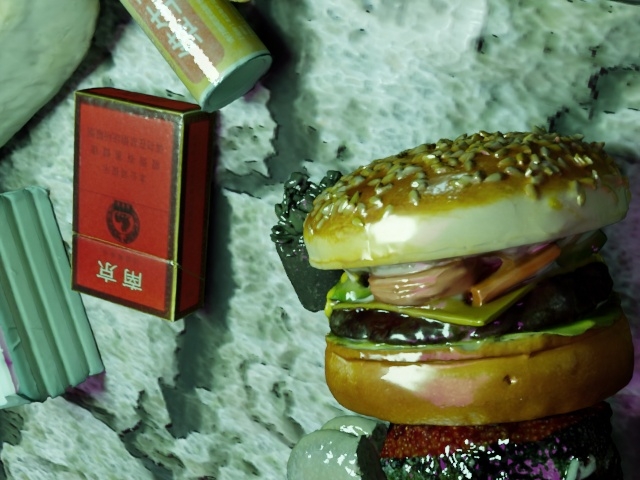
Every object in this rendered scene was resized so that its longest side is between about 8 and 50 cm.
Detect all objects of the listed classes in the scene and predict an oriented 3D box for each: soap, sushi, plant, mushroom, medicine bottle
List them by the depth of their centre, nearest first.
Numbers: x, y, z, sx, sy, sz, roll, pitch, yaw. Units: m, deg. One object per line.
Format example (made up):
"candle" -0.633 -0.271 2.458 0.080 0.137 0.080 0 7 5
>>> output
"sushi" 0.169 0.217 0.926 0.225 0.136 0.126 -9 90 36
"plant" 0.000 0.000 0.993 0.094 0.092 0.143 4 111 37
"medicine bottle" -0.208 -0.327 1.012 0.108 0.108 0.426 -42 83 31
"mushroom" -0.419 -0.281 1.086 0.397 0.224 0.313 -31 72 32
"soap" -0.376 0.066 1.183 0.094 0.150 0.261 -14 96 28

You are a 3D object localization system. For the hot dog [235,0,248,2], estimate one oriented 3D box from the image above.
"hot dog" -0.119 -0.394 0.933 0.135 0.100 0.337 -25 90 16

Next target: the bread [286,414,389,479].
"bread" 0.045 0.356 1.056 0.183 0.102 0.337 -18 96 36

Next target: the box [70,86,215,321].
"box" -0.203 -0.043 1.103 0.153 0.074 0.239 13 110 22

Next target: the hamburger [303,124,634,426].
"hamburger" 0.126 0.023 0.822 0.291 0.291 0.225 -6 95 31
